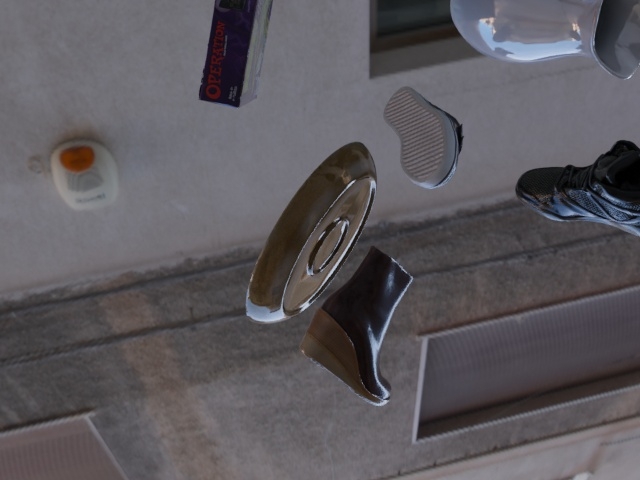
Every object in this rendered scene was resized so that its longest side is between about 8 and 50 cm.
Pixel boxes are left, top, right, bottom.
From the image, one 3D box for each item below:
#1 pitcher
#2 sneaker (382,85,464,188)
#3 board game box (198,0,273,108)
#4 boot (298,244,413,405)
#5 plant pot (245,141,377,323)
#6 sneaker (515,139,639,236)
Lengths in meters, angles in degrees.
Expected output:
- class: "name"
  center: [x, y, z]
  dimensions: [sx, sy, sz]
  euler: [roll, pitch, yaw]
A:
- class: "pitcher"
  center: [0.233, -0.263, 0.860]
  dimensions: [0.207, 0.178, 0.125]
  euler: [29, -98, 43]
- class: "sneaker"
  center: [0.221, -0.187, 1.546]
  dimensions: [0.126, 0.127, 0.321]
  euler: [-46, -150, 22]
- class: "board game box"
  center: [-0.087, -0.268, 0.946]
  dimensions: [0.056, 0.208, 0.347]
  euler: [14, -170, -4]
- class: "boot"
  center: [0.093, 0.145, 1.300]
  dimensions: [0.207, 0.248, 0.090]
  euler: [-52, -137, -6]
- class: "plant pot"
  center: [0.000, 0.000, 0.902]
  dimensions: [0.032, 0.236, 0.236]
  euler: [31, -119, 17]
- class: "sneaker"
  center: [0.349, -0.079, 1.034]
  dimensions: [0.227, 0.130, 0.087]
  euler: [21, -114, 43]
